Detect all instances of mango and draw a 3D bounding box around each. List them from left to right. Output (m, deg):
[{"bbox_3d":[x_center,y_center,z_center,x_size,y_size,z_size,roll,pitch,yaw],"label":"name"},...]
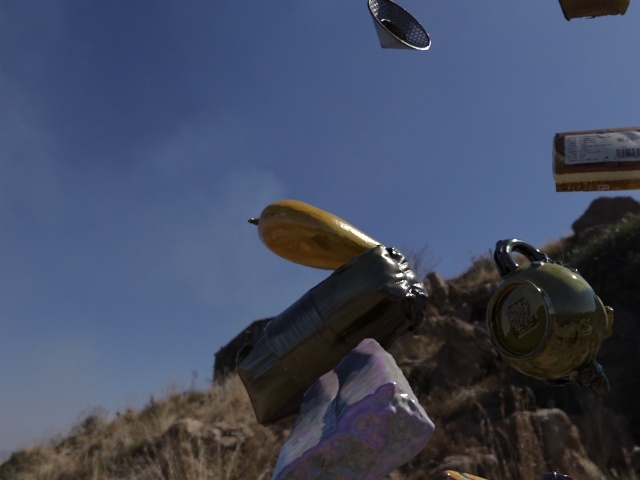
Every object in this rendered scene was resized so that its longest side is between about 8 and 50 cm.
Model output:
[{"bbox_3d":[0.000,0.000,1.130,0.317,0.119,0.176,18,-22,-1],"label":"mango"}]

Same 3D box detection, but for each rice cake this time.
[{"bbox_3d":[0.027,0.140,0.457,0.106,0.050,0.298,-40,-6,-2],"label":"rice cake"}]

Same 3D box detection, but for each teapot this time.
[{"bbox_3d":[0.359,0.111,0.832,0.183,0.269,0.173,6,-38,-27],"label":"teapot"},{"bbox_3d":[0.489,0.497,1.120,0.068,0.045,0.100,-6,-34,25],"label":"teapot"}]

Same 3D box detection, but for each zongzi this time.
[{"bbox_3d":[0.055,0.142,0.805,0.286,0.138,0.300,-40,-28,15],"label":"zongzi"}]

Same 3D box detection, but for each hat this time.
[{"bbox_3d":[0.179,-0.524,1.371,0.193,0.193,0.082,14,-41,-29],"label":"hat"}]

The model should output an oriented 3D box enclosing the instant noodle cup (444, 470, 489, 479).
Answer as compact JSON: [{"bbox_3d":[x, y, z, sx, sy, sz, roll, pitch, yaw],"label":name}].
[{"bbox_3d":[0.318,0.546,0.979,0.230,0.182,0.230,15,-14,4],"label":"instant noodle cup"}]

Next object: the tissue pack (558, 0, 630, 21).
[{"bbox_3d":[0.542,-0.587,1.030,0.134,0.270,0.192,10,5,30],"label":"tissue pack"}]

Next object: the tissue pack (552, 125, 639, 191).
[{"bbox_3d":[0.701,-0.206,1.347,0.226,0.183,0.092,-2,-49,26],"label":"tissue pack"}]
